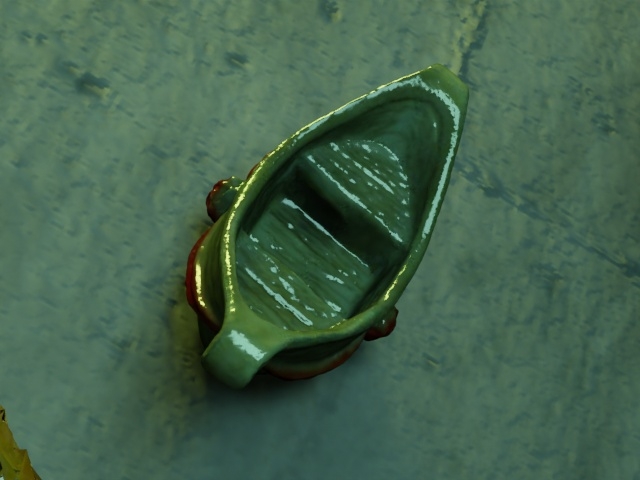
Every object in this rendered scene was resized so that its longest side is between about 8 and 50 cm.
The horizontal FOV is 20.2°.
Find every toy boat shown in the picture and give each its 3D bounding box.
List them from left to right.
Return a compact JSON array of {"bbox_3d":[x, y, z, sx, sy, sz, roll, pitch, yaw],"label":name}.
[{"bbox_3d":[-0.001,0.001,0.682,0.089,0.071,0.185,40,49,-3],"label":"toy boat"}]

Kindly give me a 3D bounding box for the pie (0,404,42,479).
[{"bbox_3d":[-0.204,0.092,0.506,0.273,0.069,0.273,16,55,-24],"label":"pie"}]
